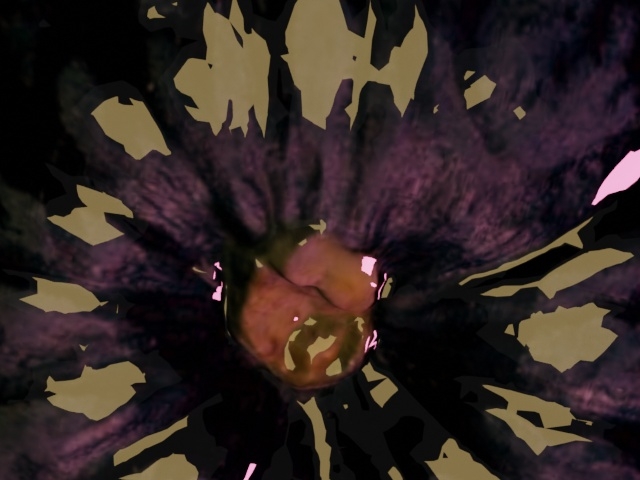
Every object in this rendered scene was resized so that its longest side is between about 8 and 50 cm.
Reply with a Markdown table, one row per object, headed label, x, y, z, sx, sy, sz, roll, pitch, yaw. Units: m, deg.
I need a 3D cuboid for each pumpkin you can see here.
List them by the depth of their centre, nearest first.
| label | x | y | z | sx | sy | sz | roll | pitch | yaw |
| --- | --- | --- | --- | --- | --- | --- | --- | --- | --- |
| pumpkin | 0.000 | 0.000 | 0.542 | 0.363 | 0.266 | 0.363 | -1 | 102 | -3 |
